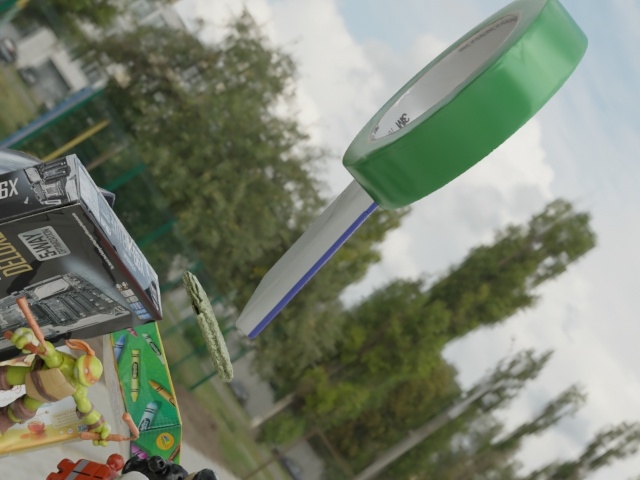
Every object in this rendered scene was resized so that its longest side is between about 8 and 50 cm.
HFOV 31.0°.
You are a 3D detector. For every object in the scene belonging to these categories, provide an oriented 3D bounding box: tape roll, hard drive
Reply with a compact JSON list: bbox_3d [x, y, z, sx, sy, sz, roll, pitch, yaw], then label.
[{"bbox_3d":[0.170,-0.170,1.393,0.077,0.321,0.321,47,-5,-12],"label":"tape roll"},{"bbox_3d":[0.000,0.000,1.824,0.040,0.318,0.210,40,24,-5],"label":"hard drive"}]

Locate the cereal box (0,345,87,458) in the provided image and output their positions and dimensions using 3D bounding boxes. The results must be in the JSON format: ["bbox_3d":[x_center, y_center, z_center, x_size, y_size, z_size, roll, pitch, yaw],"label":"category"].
[{"bbox_3d":[-0.470,0.211,1.798,0.047,0.173,0.240,-41,-117,52],"label":"cereal box"}]

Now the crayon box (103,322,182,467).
[{"bbox_3d":[-0.288,0.247,1.844,0.278,0.081,0.165,-113,-156,-45],"label":"crayon box"}]

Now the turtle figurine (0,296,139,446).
[{"bbox_3d":[-0.371,0.178,1.520,0.269,0.217,0.087,57,28,-33],"label":"turtle figurine"}]

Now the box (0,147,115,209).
[{"bbox_3d":[-0.551,-0.054,1.886,0.296,0.182,0.294,23,9,40],"label":"box"}]

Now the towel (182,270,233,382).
[{"bbox_3d":[-0.159,0.123,1.649,0.110,0.027,0.148,-119,-169,-56],"label":"towel"}]

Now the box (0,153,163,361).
[{"bbox_3d":[-0.361,0.032,1.444,0.307,0.242,0.076,70,7,-58],"label":"box"}]

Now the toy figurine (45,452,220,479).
[{"bbox_3d":[-0.230,0.368,1.414,0.148,0.209,0.213,5,-7,32],"label":"toy figurine"}]
